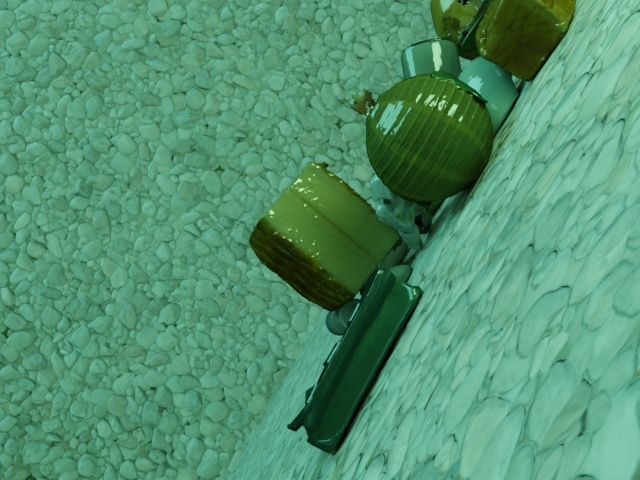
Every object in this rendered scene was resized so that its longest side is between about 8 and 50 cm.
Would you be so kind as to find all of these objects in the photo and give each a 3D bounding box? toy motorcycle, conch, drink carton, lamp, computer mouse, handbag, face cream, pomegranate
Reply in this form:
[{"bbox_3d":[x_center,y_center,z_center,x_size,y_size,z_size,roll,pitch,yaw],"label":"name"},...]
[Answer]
[{"bbox_3d":[0.162,-0.081,1.676,0.074,0.228,0.151,-5,37,37],"label":"toy motorcycle"},{"bbox_3d":[0.335,-0.286,1.677,0.221,0.121,0.184,-73,-17,-68],"label":"conch"},{"bbox_3d":[0.284,-0.372,1.998,0.185,0.191,0.189,43,-142,-66],"label":"drink carton"},{"bbox_3d":[0.179,-0.200,1.533,0.250,0.284,0.250,-63,4,8],"label":"lamp"},{"bbox_3d":[0.122,0.120,1.684,0.181,0.056,0.089,-60,-4,7],"label":"computer mouse"},{"bbox_3d":[0.054,0.209,1.444,0.326,0.089,0.238,-61,1,-13],"label":"handbag"},{"bbox_3d":[0.157,0.056,1.928,0.182,0.051,0.072,-61,3,11],"label":"face cream"},{"bbox_3d":[0.403,-0.567,2.050,0.260,0.261,0.260,-60,1,1],"label":"pomegranate"},{"bbox_3d":[0.064,0.190,1.999,0.077,0.077,0.250,-60,1,-13],"label":"face cream"}]

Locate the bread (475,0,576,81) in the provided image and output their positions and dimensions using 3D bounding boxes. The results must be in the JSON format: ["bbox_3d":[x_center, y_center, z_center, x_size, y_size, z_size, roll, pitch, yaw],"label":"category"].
[{"bbox_3d":[0.383,-0.411,1.538,0.158,0.143,0.149,-64,-2,38],"label":"bread"}]

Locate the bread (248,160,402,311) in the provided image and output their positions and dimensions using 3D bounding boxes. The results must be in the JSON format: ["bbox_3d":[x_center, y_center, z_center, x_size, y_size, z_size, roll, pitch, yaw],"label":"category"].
[{"bbox_3d":[0.000,0.000,1.825,0.207,0.279,0.279,-53,5,-16],"label":"bread"}]

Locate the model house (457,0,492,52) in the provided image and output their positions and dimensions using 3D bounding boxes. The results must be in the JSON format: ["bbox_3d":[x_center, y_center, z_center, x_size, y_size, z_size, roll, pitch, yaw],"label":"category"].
[{"bbox_3d":[0.382,-0.543,1.747,0.294,0.154,0.207,-25,-20,-35],"label":"model house"}]

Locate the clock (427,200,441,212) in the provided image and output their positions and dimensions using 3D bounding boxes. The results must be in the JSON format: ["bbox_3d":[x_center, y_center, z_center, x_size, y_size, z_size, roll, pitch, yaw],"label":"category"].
[{"bbox_3d":[0.233,-0.148,1.882,0.235,0.096,0.307,-34,29,63],"label":"clock"}]
